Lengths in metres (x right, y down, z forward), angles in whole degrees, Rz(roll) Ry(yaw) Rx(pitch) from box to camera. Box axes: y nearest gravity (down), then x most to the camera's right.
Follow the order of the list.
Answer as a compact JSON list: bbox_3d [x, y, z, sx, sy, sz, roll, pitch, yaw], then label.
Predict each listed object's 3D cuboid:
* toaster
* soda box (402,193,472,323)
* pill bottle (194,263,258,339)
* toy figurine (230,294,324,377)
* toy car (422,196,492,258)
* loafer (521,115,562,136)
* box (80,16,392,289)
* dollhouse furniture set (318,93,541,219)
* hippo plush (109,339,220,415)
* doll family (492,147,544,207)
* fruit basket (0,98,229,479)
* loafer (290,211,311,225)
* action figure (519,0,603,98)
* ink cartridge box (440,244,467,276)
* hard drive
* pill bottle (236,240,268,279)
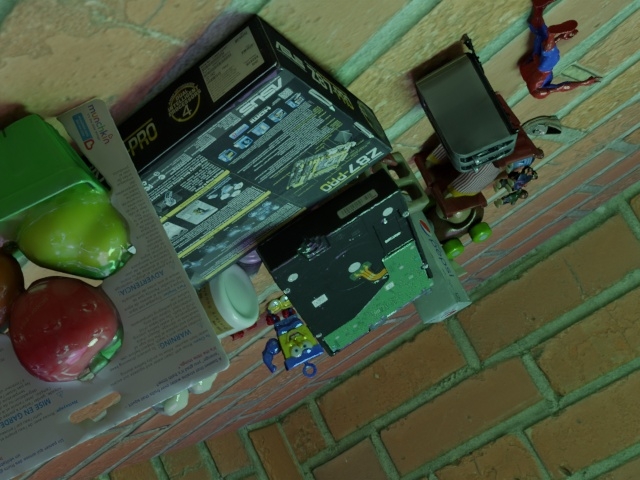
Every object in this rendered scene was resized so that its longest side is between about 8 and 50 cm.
[{"bbox_3d":[0.238,-0.211,1.352,0.110,0.186,0.168,-27,172,6],"label":"toaster"},{"bbox_3d":[0.220,0.040,1.843,0.098,0.286,0.091,-35,160,24],"label":"soda box"},{"bbox_3d":[-0.243,0.137,1.542,0.229,0.131,0.131,-24,166,21],"label":"pill bottle"},{"bbox_3d":[-0.045,0.262,2.207,0.362,0.217,0.191,-23,163,-14],"label":"toy figurine"},{"bbox_3d":[0.293,-0.071,1.895,0.148,0.155,0.188,-31,154,11],"label":"toy car"},{"bbox_3d":[0.505,-0.254,1.856,0.125,0.039,0.045,-14,159,-39],"label":"loafer"},{"bbox_3d":[-0.135,-0.093,1.136,0.394,0.097,0.318,-35,150,19],"label":"box"},{"bbox_3d":[0.194,-0.129,1.536,0.374,0.152,0.201,-18,161,-30],"label":"dollhouse furniture set"},{"bbox_3d":[-0.317,0.259,1.738,0.294,0.234,0.236,-30,163,3],"label":"hippo plush"},{"bbox_3d":[0.506,-0.161,2.080,0.111,0.076,0.193,-17,158,-19],"label":"doll family"},{"bbox_3d":[-0.321,0.058,0.936,0.326,0.353,0.165,-27,178,-4],"label":"fruit basket"},{"bbox_3d":[0.000,0.000,1.727,0.084,0.096,0.267,-29,167,26],"label":"loafer"},{"bbox_3d":[0.418,-0.327,1.405,0.139,0.092,0.280,-19,163,0],"label":"action figure"},{"bbox_3d":[0.176,0.076,1.978,0.275,0.239,0.060,-22,135,-18],"label":"ink cartridge box"},{"bbox_3d":[0.055,0.048,1.360,0.236,0.064,0.339,-33,145,-1],"label":"hard drive"},{"bbox_3d":[-0.143,0.020,1.573,0.078,0.078,0.137,-21,162,-24],"label":"pill bottle"}]
